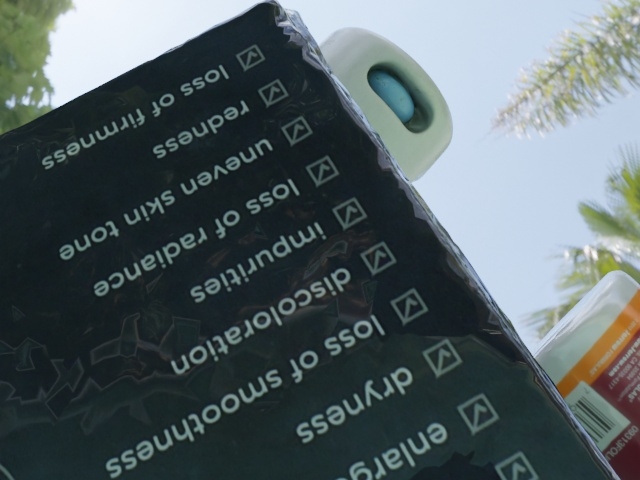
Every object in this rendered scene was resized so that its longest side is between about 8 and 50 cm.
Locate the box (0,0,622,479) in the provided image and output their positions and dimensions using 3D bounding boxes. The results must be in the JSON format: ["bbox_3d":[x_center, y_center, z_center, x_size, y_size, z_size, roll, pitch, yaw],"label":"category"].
[{"bbox_3d":[-0.099,0.204,0.476,0.479,0.472,0.297,-28,-31,-5],"label":"box"}]

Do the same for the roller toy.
[{"bbox_3d":[0.048,-0.137,0.971,0.146,0.191,0.209,-46,-32,-13],"label":"roller toy"}]

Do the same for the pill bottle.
[{"bbox_3d":[0.361,0.235,0.815,0.392,0.224,0.224,43,-63,13],"label":"pill bottle"}]
